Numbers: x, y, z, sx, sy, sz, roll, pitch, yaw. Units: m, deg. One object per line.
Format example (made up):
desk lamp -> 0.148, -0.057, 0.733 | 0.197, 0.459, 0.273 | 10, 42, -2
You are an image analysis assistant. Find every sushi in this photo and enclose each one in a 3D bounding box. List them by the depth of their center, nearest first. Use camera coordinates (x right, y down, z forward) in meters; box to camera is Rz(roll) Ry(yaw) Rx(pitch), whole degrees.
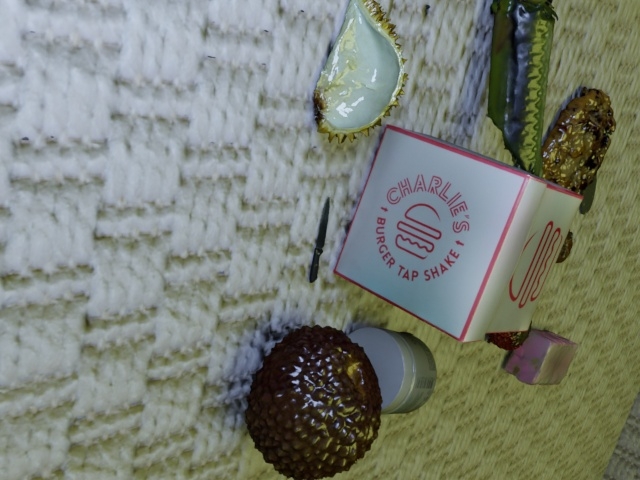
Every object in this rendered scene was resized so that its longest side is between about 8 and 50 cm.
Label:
sushi -> 0.694, 0.019, 2.068 | 0.060, 0.061, 0.118 | 47, 55, -41

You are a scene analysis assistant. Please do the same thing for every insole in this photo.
insole -> 0.783, -0.179, 2.078 | 0.081, 0.011, 0.248 | -33, 134, -32

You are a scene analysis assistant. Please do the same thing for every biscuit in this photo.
biscuit -> 0.676, -0.232, 1.877 | 0.289, 0.081, 0.334 | 18, 100, -50

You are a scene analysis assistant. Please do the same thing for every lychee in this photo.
lychee -> -0.020, 0.298, 1.299 | 0.267, 0.267, 0.267 | -26, 129, -36

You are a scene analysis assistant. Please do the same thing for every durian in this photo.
durian -> 0.069, -0.280, 1.186 | 0.139, 0.144, 0.252 | 24, 103, -14

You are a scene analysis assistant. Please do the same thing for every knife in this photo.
knife -> 0.000, 0.000, 1.324 | 0.023, 0.010, 0.170 | -9, 117, -44

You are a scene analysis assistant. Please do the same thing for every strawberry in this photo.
strawberry -> 0.534, 0.242, 1.998 | 0.145, 0.086, 0.145 | -28, 131, -37

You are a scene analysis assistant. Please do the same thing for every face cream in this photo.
face cream -> 0.137, 0.276, 1.506 | 0.153, 0.177, 0.177 | 17, 99, -53

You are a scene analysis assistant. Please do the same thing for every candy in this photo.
candy -> 0.682, 0.361, 2.210 | 0.265, 0.116, 0.155 | 14, 98, -52

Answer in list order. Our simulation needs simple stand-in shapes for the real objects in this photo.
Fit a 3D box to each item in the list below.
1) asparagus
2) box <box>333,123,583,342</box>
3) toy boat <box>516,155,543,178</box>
asparagus -> 0.395, -0.314, 1.430 | 0.128, 0.108, 0.382 | 0, 104, -2
box -> 0.268, -0.013, 1.373 | 0.300, 0.314, 0.312 | 7, 106, -52
toy boat -> 0.486, -0.084, 1.773 | 0.093, 0.055, 0.293 | 6, 107, -46
